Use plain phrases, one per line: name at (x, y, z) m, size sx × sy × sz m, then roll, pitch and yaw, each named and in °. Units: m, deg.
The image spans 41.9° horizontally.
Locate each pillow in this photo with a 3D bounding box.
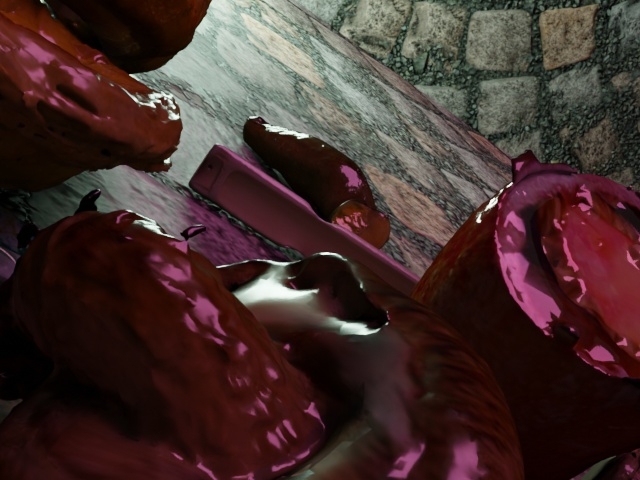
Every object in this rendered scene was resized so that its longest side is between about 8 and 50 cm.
pillow at (0.257, 0.229, 0.770) m, size 0.034 × 0.135 × 0.211 m, roll 45°, pitch 22°, yaw 21°

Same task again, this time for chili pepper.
chili pepper at (0.162, 0.114, 0.679) m, size 0.251 × 0.305 × 0.229 m, roll -1°, pitch 50°, yaw -44°

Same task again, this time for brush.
brush at (0.000, 0.000, 0.945) m, size 0.321 × 0.060 × 0.050 m, roll 34°, pitch 7°, yaw -15°

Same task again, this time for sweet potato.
sweet potato at (-0.003, -0.082, 1.081) m, size 0.112 × 0.085 × 0.286 m, roll 7°, pitch 35°, yaw -49°

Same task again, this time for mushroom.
mushroom at (-0.048, 0.098, 0.410) m, size 0.263 × 0.195 × 0.283 m, roll -30°, pitch 59°, yaw -32°

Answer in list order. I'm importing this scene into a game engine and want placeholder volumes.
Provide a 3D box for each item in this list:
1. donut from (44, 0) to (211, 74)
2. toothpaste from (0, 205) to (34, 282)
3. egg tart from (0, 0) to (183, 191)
donut at (-0.252, -0.276, 0.841) m, size 0.330 × 0.160 × 0.330 m, roll 13°, pitch -11°, yaw 3°
toothpaste at (-0.301, -0.057, 0.546) m, size 0.297 × 0.048 × 0.075 m, roll 36°, pitch 18°, yaw -17°
egg tart at (-0.258, -0.138, 0.648) m, size 0.341 × 0.129 × 0.341 m, roll 35°, pitch 9°, yaw -6°
